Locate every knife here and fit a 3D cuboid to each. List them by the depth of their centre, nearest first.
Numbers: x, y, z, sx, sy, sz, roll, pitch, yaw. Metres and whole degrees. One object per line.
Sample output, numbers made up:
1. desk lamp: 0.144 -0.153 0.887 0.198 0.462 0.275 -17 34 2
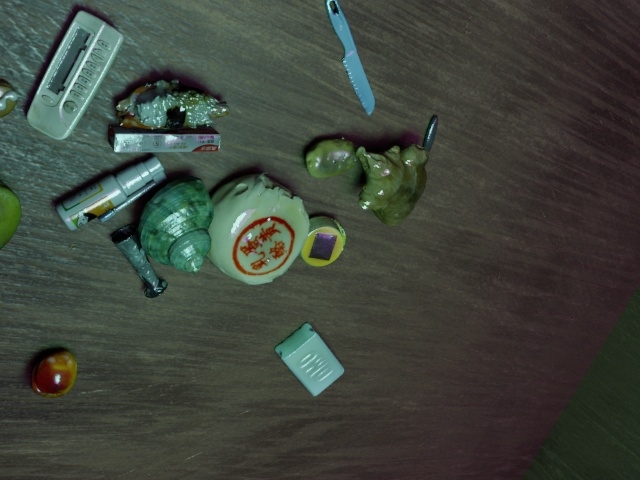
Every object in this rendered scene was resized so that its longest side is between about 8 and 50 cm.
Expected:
1. knife: 0.069 -0.411 1.452 0.045 0.019 0.313 -32 129 -3
2. knife: 0.265 -0.207 1.689 0.035 0.018 0.247 -2 118 -34

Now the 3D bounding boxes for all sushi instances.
1. sushi: -0.284 -0.267 1.262 0.226 0.103 0.097 -9 104 -30

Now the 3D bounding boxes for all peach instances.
1. peach: -0.578 0.289 1.401 0.101 0.101 0.100 -15 123 -24

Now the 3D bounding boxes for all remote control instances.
1. remote control: -0.446 -0.296 1.168 0.090 0.049 0.230 31 99 -10

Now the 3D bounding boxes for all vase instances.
1. vase: -0.391 0.048 1.399 0.059 0.059 0.167 -30 128 -15

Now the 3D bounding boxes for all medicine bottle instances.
1. medicine bottle: -0.418 -0.093 1.307 0.221 0.061 0.092 -33 153 -12

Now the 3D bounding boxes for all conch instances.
1. conch: -0.295 -0.024 1.344 0.176 0.122 0.188 -25 101 2

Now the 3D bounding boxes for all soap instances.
1. soap: -0.027 0.332 1.784 0.119 0.066 0.198 -38 130 -6

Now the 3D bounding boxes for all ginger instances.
1. ginger: 0.174 -0.157 1.562 0.219 0.123 0.270 -49 153 -1

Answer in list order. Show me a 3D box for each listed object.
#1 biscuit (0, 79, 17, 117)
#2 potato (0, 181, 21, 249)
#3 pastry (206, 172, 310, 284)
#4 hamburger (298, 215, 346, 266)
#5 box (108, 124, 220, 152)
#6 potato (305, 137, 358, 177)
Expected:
1. biscuit: -0.664 -0.289 1.045 0.197 0.049 0.301 -40 129 -9
2. potato: -0.657 -0.018 1.144 0.248 0.143 0.169 -36 168 -15
3. pastry: -0.149 -0.025 1.465 0.265 0.133 0.264 -16 121 -28
4. hamburger: 0.000 0.000 1.603 0.141 0.081 0.126 -7 118 -15
5. box: -0.314 -0.207 1.304 0.218 0.055 0.039 -5 120 -29
6. potato: 0.024 -0.195 1.511 0.138 0.070 0.091 -12 123 -24
